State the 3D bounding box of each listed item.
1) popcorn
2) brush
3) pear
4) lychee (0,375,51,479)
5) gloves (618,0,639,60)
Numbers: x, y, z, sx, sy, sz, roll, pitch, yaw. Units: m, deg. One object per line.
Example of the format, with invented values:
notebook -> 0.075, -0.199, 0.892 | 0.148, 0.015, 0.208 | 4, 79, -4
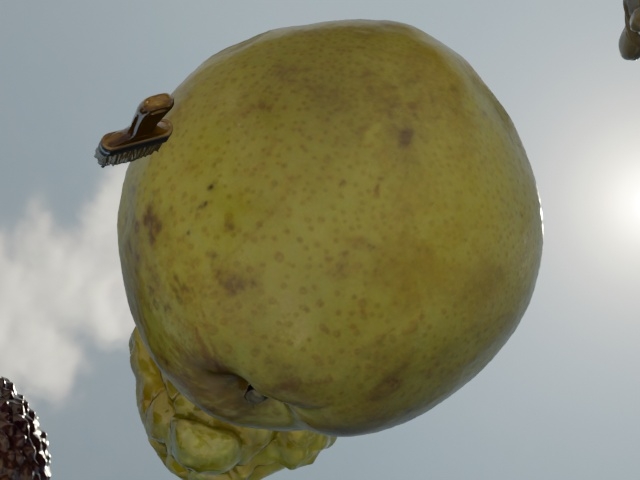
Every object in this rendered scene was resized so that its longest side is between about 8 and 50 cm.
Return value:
popcorn -> -0.062, 0.098, 1.369 | 0.250, 0.235, 0.241 | -47, -158, -13
brush -> -0.100, -0.063, 0.868 | 0.043, 0.170, 0.014 | -17, -91, -14
pear -> 0.000, 0.000, 1.101 | 0.303, 0.304, 0.304 | -7, -133, 8
lychee -> -0.318, 0.172, 1.288 | 0.188, 0.188, 0.188 | -7, -133, 8
gloves -> 0.412, -0.276, 1.722 | 0.154, 0.331, 0.141 | -28, -134, -5
